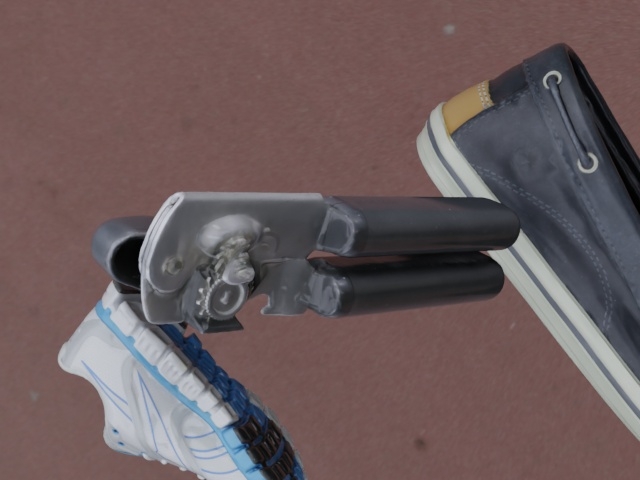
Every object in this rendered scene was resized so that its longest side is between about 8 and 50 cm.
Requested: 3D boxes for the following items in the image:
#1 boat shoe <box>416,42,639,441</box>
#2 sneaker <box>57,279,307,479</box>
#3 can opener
[{"bbox_3d":[0.284,0.054,0.830,0.156,0.187,0.500,-41,83,21],"label":"boat shoe"},{"bbox_3d":[-0.086,0.116,0.658,0.083,0.071,0.191,-42,90,12],"label":"sneaker"},{"bbox_3d":[0.000,0.000,0.644,0.095,0.283,0.076,30,113,42],"label":"can opener"}]
